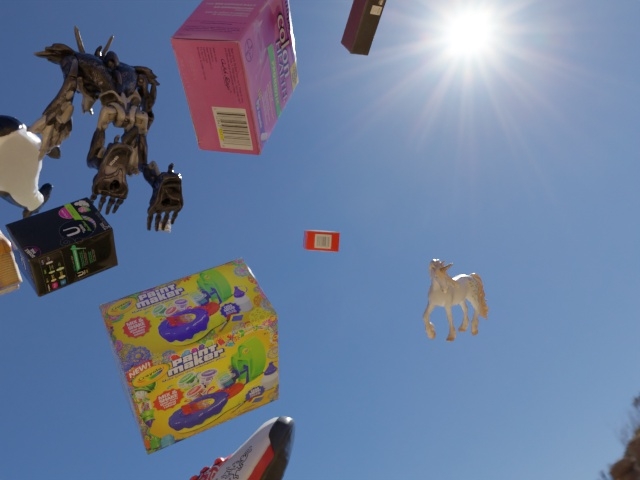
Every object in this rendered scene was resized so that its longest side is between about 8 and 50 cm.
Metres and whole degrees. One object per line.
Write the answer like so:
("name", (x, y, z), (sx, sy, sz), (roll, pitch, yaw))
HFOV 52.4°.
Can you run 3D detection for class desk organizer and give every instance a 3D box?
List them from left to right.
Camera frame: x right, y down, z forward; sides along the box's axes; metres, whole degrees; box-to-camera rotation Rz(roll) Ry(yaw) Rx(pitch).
("desk organizer", (0.088, -0.453, 1.338), (0.047, 0.050, 0.130), (-3, -49, -29))

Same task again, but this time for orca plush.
("orca plush", (-0.534, -0.148, 1.133), (0.151, 0.102, 0.287), (-35, -11, -9))

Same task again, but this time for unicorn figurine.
("unicorn figurine", (0.174, 0.075, 0.865), (0.060, 0.111, 0.162), (1, 5, 30))

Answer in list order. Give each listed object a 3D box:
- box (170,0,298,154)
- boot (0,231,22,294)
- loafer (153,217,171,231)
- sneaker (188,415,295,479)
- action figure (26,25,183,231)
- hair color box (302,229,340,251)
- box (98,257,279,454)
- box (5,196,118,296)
("box", (-0.135, -0.307, 1.128), (0.117, 0.243, 0.214), (7, -45, 13))
("boot", (-0.827, 0.033, 1.613), (0.104, 0.211, 0.295), (-21, 0, -42))
("loafer", (-0.410, -0.043, 1.700), (0.045, 0.039, 0.125), (11, -4, -9))
("sneaker", (-0.142, 0.274, 0.655), (0.270, 0.144, 0.090), (-59, -21, -27))
("action figure", (-0.263, -0.137, 0.787), (0.164, 0.276, 0.141), (11, -50, -44))
("hair color box", (0.000, 0.000, 1.407), (0.071, 0.043, 0.141), (4, 0, -5))
("box", (-0.249, 0.226, 1.289), (0.289, 0.177, 0.279), (-19, -43, -21))
("box", (-0.253, 0.005, 0.640), (0.083, 0.062, 0.052), (-25, -40, -31))
